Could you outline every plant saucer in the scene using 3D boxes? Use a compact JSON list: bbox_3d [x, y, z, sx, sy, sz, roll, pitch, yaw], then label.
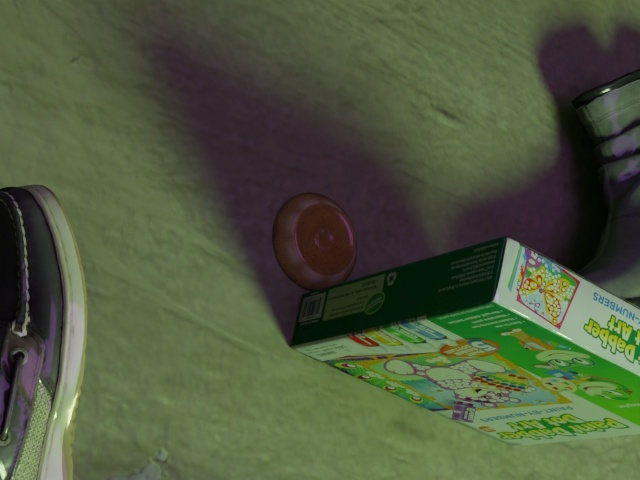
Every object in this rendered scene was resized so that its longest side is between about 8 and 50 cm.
[{"bbox_3d":[0.000,0.000,1.148,0.083,0.015,0.083,9,74,-33],"label":"plant saucer"}]

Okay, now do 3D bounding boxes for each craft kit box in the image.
[{"bbox_3d":[0.146,0.089,1.087,0.247,0.250,0.061,23,67,-28],"label":"craft kit box"}]

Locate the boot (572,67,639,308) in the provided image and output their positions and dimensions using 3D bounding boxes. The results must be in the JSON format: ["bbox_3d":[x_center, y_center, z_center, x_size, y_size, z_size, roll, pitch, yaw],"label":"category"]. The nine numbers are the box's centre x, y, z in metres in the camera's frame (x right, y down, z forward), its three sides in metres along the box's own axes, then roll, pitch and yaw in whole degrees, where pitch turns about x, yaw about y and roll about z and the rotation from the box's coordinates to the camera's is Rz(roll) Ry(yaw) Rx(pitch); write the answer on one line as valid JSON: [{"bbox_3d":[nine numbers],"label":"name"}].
[{"bbox_3d":[0.277,-0.039,1.308,0.338,0.118,0.222,-16,86,-48],"label":"boot"}]

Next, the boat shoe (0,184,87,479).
[{"bbox_3d":[-0.216,0.100,0.920,0.092,0.103,0.285,7,81,-39],"label":"boat shoe"}]
